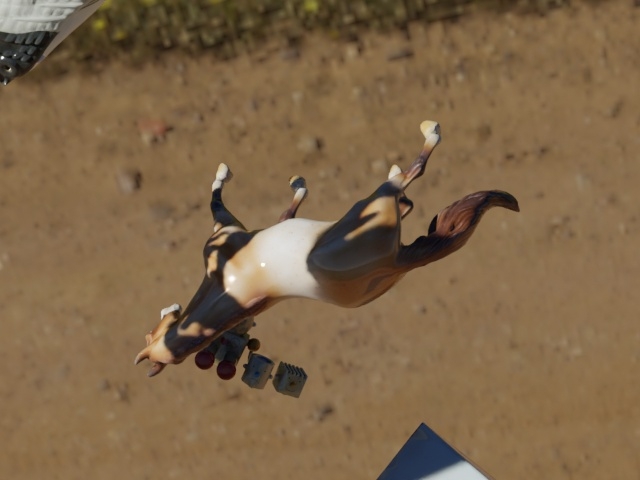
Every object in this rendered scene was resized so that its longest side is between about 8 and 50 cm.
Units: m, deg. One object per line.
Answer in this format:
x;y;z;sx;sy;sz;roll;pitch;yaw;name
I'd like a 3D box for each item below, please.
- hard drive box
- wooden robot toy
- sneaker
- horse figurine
0.168;0.280;1.582;0.089;0.181;0.232;-52;26;-2;hard drive box
-0.088;0.104;1.894;0.173;0.079;0.076;24;11;-4;wooden robot toy
-0.207;-0.188;1.305;0.237;0.085;0.086;-29;22;38;sneaker
0.000;0.000;1.240;0.263;0.066;0.174;-8;39;24;horse figurine
